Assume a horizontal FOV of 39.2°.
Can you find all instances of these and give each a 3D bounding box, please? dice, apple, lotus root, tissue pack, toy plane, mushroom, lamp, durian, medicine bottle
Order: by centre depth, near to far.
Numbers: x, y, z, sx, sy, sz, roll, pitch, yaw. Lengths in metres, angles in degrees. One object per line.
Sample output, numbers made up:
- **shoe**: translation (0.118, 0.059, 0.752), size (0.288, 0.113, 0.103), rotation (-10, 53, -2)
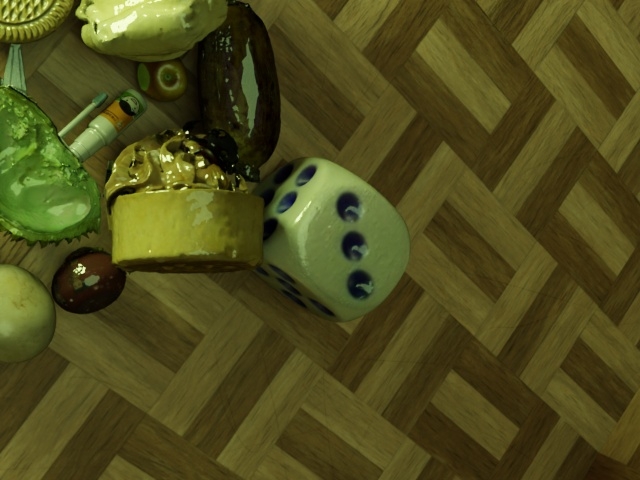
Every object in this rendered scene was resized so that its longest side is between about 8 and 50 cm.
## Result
- **durian**: translation (-0.581, -0.132, 1.749), size (0.198, 0.163, 0.394), rotation (-18, 120, 11)
- **mushroom**: translation (-0.634, 0.164, 1.810), size (0.206, 0.206, 0.209), rotation (26, 107, -29)
- **toy plane**: translation (-0.617, -0.250, 1.811), size (0.212, 0.088, 0.267), rotation (-47, 124, -13)
- **medicine bottle**: translation (-0.464, -0.241, 1.877), size (0.221, 0.061, 0.092), rotation (-50, 120, -27)
- **lamp**: translation (-0.493, 0.080, 1.899), size (0.157, 0.156, 0.135), rotation (-1, 56, -59)
- **apple**: translation (-0.334, -0.354, 1.929), size (0.099, 0.102, 0.114), rotation (-7, 115, -32)
- **tissue pack**: translation (-0.433, -0.129, 1.947), size (0.062, 0.042, 0.083), rotation (9, 92, -31)
- **lotus root**: translation (-0.177, -0.322, 1.966), size (0.179, 0.196, 0.398), rotation (-3, 100, 0)
- **dice**: translation (0.000, 0.000, 2.053), size (0.304, 0.304, 0.277), rotation (40, 78, -27)

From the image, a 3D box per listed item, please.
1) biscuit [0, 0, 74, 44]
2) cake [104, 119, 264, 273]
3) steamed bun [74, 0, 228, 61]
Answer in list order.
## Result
- **biscuit**: translation (-0.601, -0.506, 1.747), size (0.259, 0.079, 0.259), rotation (1, 88, -15)
- **cake**: translation (-0.273, -0.096, 1.848), size (0.332, 0.332, 0.321), rotation (1, 81, -29)
- **steamed bun**: translation (-0.318, -0.515, 1.815), size (0.230, 0.324, 0.373), rotation (44, 59, -67)
